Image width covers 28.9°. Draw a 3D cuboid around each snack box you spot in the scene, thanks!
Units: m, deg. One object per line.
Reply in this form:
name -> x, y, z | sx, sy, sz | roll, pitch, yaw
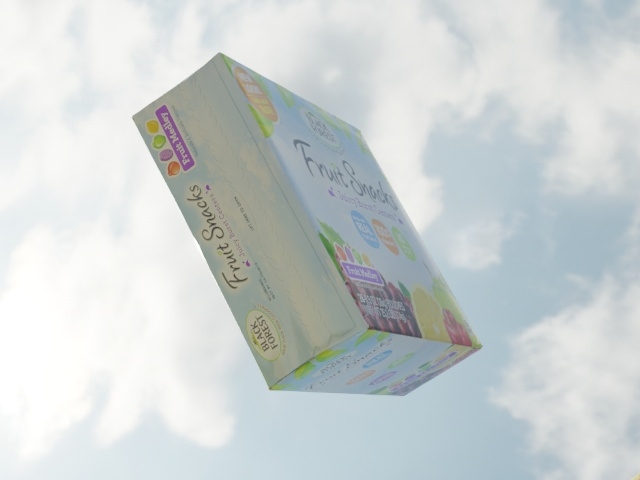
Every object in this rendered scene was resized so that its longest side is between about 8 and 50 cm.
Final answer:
snack box -> 0.000, 0.000, 0.725 | 0.070, 0.207, 0.175 | -33, -110, 15

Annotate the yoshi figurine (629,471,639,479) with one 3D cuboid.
yoshi figurine -> 0.275, 0.301, 0.677 | 0.362, 0.203, 0.203 | 41, -106, 6
